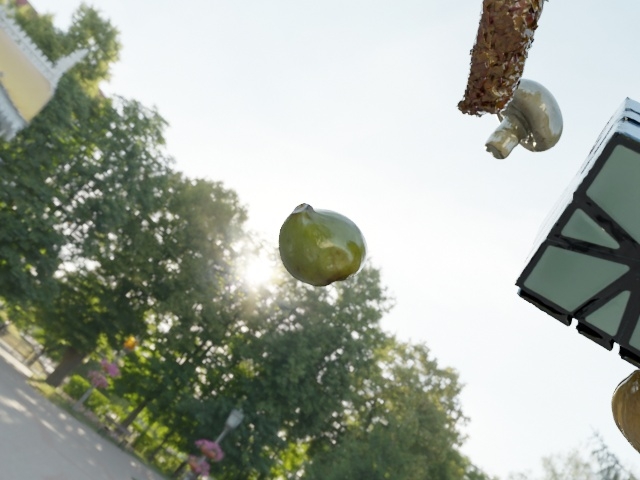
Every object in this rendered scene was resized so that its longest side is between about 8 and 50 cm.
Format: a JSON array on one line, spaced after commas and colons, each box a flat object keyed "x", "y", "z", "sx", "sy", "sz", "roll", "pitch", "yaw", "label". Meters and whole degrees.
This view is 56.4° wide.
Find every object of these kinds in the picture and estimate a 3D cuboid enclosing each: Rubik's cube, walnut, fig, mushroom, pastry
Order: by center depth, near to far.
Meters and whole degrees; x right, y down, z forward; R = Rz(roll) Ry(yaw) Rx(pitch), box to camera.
[{"x": 0.199, "y": -0.203, "z": 0.653, "sx": 0.063, "sy": 0.087, "sz": 0.170, "roll": 36, "pitch": -36, "yaw": 30, "label": "pastry"}, {"x": 0.500, "y": -0.009, "z": 0.897, "sx": 0.288, "sy": 0.283, "sz": 0.294, "roll": 33, "pitch": -54, "yaw": 12, "label": "Rubik's cube"}, {"x": 0.001, "y": 0.011, "z": 0.915, "sx": 0.135, "sy": 0.121, "sz": 0.153, "roll": 2, "pitch": -7, "yaw": 24, "label": "fig"}, {"x": 0.546, "y": 0.282, "z": 0.957, "sx": 0.144, "sy": 0.144, "sz": 0.180, "roll": -3, "pitch": -57, "yaw": 59, "label": "walnut"}, {"x": 0.520, "y": -0.303, "z": 1.544, "sx": 0.206, "sy": 0.209, "sz": 0.206, "roll": 29, "pitch": 24, "yaw": -14, "label": "mushroom"}]
